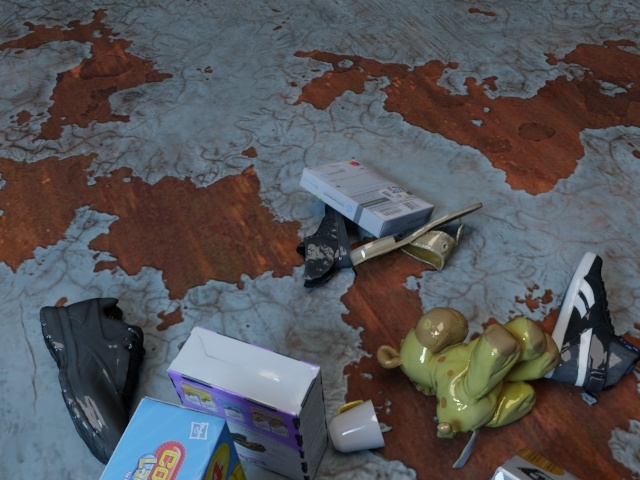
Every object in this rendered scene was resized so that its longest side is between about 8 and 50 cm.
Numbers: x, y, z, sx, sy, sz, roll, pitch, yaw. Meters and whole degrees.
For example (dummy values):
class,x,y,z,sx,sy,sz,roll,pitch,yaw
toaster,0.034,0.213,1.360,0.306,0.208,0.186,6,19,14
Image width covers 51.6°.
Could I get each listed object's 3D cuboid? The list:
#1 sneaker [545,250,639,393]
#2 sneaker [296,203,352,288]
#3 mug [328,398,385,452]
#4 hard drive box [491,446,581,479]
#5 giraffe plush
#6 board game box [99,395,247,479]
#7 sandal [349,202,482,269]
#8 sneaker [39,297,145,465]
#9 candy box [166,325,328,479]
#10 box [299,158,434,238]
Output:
class,x,y,z,sx,sy,sz,roll,pitch,yaw
sneaker,0.401,0.123,0.945,0.121,0.079,0.216,21,61,18
sneaker,0.000,0.002,1.094,0.089,0.051,0.170,-7,51,-8
mug,0.046,0.248,0.873,0.064,0.078,0.062,-18,81,0
hard drive box,0.284,0.325,0.686,0.232,0.181,0.089,29,94,26
giraffe plush,0.182,0.163,0.886,0.210,0.181,0.170,-53,46,4
board game box,-0.158,0.358,0.614,0.086,0.301,0.308,11,50,13
sandal,0.167,0.016,1.068,0.240,0.088,0.079,-20,82,-16
sneaker,-0.300,0.179,0.925,0.130,0.109,0.286,-19,51,-21
candy box,-0.081,0.207,0.815,0.165,0.196,0.070,15,51,17
box,0.078,-0.077,1.131,0.186,0.038,0.145,36,34,29
